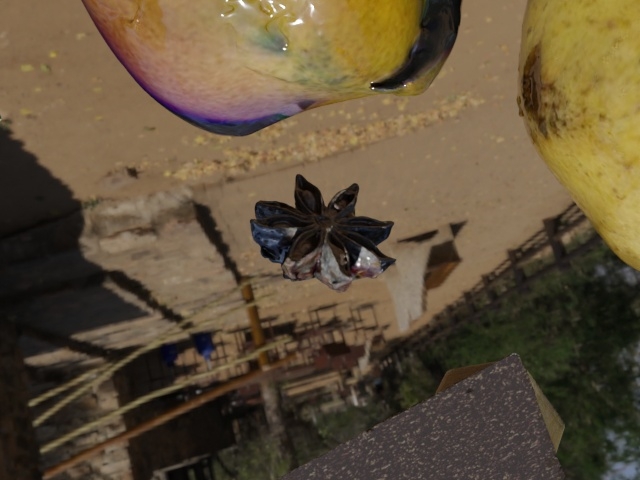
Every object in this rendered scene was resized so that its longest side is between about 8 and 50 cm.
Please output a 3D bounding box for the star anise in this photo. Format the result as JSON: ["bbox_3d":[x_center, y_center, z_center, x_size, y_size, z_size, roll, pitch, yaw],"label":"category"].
[{"bbox_3d":[-0.001,-0.001,1.281,0.223,0.236,0.109,-24,147,-31],"label":"star anise"}]

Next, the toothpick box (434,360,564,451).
[{"bbox_3d":[0.211,0.334,1.098,0.190,0.187,0.308,-23,-157,44],"label":"toothpick box"}]

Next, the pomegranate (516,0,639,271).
[{"bbox_3d":[0.255,-0.100,0.431,0.281,0.281,0.281,-15,168,-3],"label":"pomegranate"}]

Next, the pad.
[{"bbox_3d":[0.090,0.264,0.821,0.330,0.220,0.004,-27,-148,-1],"label":"pad"}]

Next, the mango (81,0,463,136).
[{"bbox_3d":[-0.041,-0.194,0.386,0.201,0.287,0.152,-20,-163,-33],"label":"mango"}]
